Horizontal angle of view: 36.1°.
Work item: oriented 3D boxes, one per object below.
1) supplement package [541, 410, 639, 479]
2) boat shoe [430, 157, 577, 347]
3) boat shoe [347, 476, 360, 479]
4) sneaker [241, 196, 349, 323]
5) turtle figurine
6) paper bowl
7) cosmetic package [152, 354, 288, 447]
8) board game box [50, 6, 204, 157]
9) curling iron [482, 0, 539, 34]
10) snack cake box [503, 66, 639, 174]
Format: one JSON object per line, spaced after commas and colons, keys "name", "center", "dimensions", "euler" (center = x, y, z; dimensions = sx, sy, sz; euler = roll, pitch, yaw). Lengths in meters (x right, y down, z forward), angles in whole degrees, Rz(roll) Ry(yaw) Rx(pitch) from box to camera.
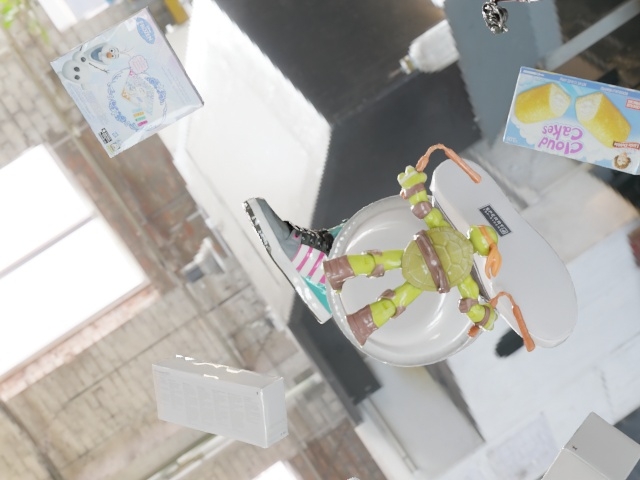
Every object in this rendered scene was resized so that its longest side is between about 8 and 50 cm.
{"name": "supplement package", "center": [0.432, 0.389, 1.612], "dimensions": [0.105, 0.105, 0.179], "euler": [36, 138, 21]}
{"name": "boat shoe", "center": [0.231, 0.029, 1.304], "dimensions": [0.301, 0.108, 0.102], "euler": [58, 158, 31]}
{"name": "boat shoe", "center": [0.052, 0.439, 1.701], "dimensions": [0.035, 0.035, 0.100], "euler": [-81, 0, -54]}
{"name": "sneaker", "center": [0.000, 0.000, 1.752], "dimensions": [0.295, 0.178, 0.124], "euler": [55, 180, -35]}
{"name": "turtle figurine", "center": [0.126, 0.042, 1.144], "dimensions": [0.087, 0.217, 0.270], "euler": [-92, -24, -86]}
{"name": "paper bowl", "center": [0.143, 0.065, 1.615], "dimensions": [0.284, 0.284, 0.148], "euler": [55, -159, 13]}
{"name": "cosmetic package", "center": [-0.161, 0.251, 1.559], "dimensions": [0.239, 0.060, 0.099], "euler": [6, 108, 37]}
{"name": "board game box", "center": [-0.155, -0.127, 0.796], "dimensions": [0.090, 0.090, 0.020], "euler": [60, -172, -19]}
{"name": "curling iron", "center": [0.321, -0.368, 1.513], "dimensions": [0.274, 0.035, 0.068], "euler": [-169, 63, -73]}
{"name": "snack cake box", "center": [0.500, -0.230, 1.879], "dimensions": [0.264, 0.152, 0.089], "euler": [17, -168, 25]}
